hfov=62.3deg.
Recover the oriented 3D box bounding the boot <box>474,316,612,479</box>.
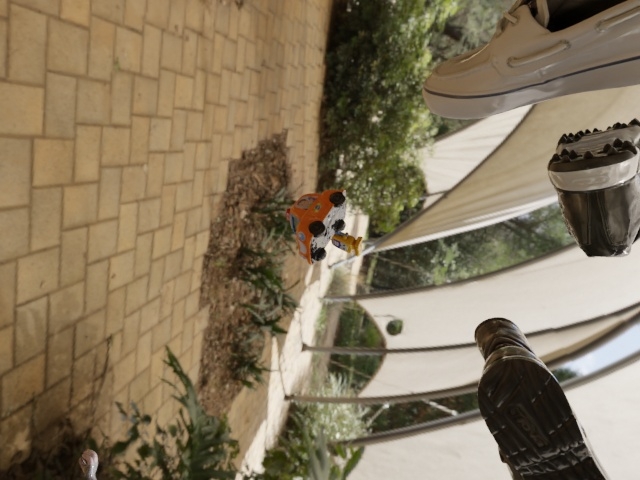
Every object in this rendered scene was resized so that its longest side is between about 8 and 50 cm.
[{"bbox_3d":[0.282,0.263,0.631,0.223,0.118,0.338,-10,82,-74],"label":"boot"}]

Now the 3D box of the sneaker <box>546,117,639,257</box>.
[{"bbox_3d":[0.258,-0.047,0.483,0.234,0.078,0.106,-31,110,-54],"label":"sneaker"}]

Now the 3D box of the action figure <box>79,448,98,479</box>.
[{"bbox_3d":[-0.399,0.559,0.901,0.248,0.276,0.370,-57,172,14],"label":"action figure"}]

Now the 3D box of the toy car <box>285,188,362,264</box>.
[{"bbox_3d":[0.000,0.000,0.426,0.060,0.041,0.122,-62,161,-16],"label":"toy car"}]

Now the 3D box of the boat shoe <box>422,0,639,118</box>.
[{"bbox_3d":[0.192,-0.170,0.441,0.084,0.258,0.095,57,50,-28],"label":"boat shoe"}]
